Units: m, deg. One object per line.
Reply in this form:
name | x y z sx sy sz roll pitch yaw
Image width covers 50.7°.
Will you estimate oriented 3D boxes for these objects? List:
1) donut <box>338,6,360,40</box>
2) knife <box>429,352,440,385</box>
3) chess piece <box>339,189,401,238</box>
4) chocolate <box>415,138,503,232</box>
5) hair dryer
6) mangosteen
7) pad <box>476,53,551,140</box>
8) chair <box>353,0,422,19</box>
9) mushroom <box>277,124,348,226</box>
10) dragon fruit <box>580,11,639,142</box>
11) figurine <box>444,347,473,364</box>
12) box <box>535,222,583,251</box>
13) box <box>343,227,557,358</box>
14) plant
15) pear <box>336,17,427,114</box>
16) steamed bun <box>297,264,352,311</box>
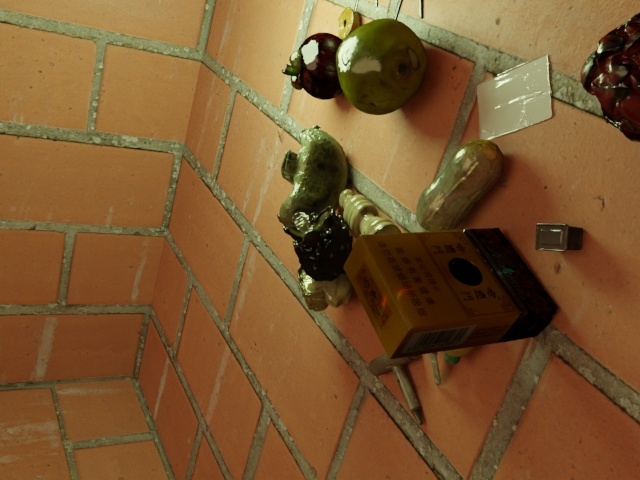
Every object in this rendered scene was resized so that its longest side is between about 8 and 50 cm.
donut | 0.096 -0.713 2.230 0.097 0.043 0.108 -3 84 59
knife | 0.284 0.287 1.713 0.047 0.017 0.298 46 162 45
chess piece | 0.133 -0.055 2.063 0.124 0.139 0.307 -34 38 -2
chocolate | 0.342 -0.126 1.691 0.309 0.134 0.134 -54 44 42
hair dryer | 0.232 0.420 1.917 0.195 0.053 0.221 -39 62 52
mangosteen | -0.003 -0.579 2.220 0.216 0.216 0.216 -8 81 58
pad | 0.463 -0.339 1.627 0.232 0.004 0.157 -14 75 58
chair | 0.203 -0.775 1.948 0.172 0.158 0.247 27 112 59
mushroom | -0.020 -0.198 2.186 0.130 0.247 0.344 1 64 51
dragon fruit | 0.584 -0.291 1.233 0.293 0.233 0.234 131 136 -76
figurine | 0.299 0.159 1.752 0.325 0.124 0.222 61 142 39
box | 0.516 -0.006 1.455 0.084 0.063 0.060 3 88 60
box | 0.288 0.104 1.488 0.264 0.415 0.116 63 143 38
plant | 0.000 0.000 2.059 0.178 0.204 0.234 31 148 60
pear | 0.167 -0.489 1.908 0.321 0.268 0.269 -122 44 -62
steamed bun | 0.026 0.151 2.164 0.106 0.177 0.192 71 -179 -51
